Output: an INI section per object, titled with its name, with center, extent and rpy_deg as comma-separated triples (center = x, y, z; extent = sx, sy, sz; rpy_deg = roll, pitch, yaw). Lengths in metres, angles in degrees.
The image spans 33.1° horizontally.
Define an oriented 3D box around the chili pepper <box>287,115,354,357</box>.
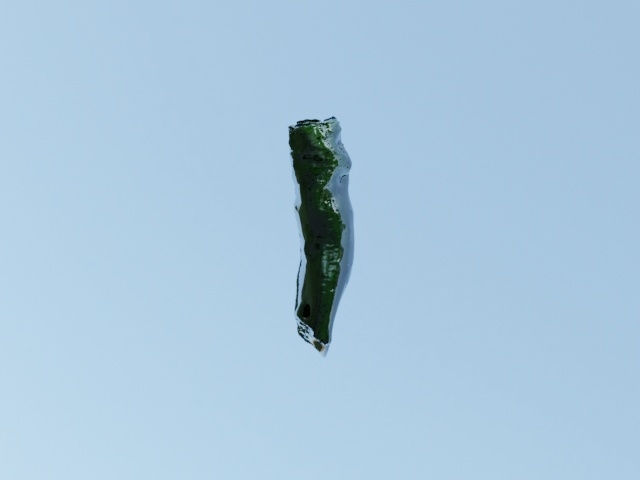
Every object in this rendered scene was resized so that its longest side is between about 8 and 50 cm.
[chili pepper]
center = 0.002, 0.000, 0.988
extent = 0.061, 0.098, 0.224
rpy_deg = -3, -87, -1
